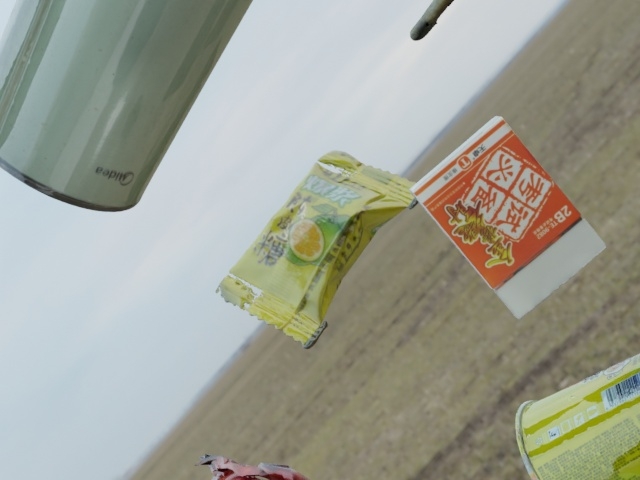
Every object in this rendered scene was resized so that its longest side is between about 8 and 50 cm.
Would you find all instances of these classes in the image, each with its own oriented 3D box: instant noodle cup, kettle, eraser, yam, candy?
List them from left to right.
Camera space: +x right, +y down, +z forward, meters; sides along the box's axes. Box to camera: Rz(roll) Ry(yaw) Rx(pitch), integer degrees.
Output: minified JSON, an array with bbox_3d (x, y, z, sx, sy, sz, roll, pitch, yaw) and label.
[{"bbox_3d":[-0.274,-0.247,1.374,0.361,0.250,0.376,8,-62,-46],"label":"kettle"},{"bbox_3d":[0.000,0.000,1.738,0.297,0.187,0.081,-53,-28,-18],"label":"candy"},{"bbox_3d":[0.094,-0.178,0.846,0.107,0.014,0.014,-50,-2,40],"label":"yam"},{"bbox_3d":[0.252,-0.030,1.615,0.157,0.230,0.038,-40,5,0],"label":"eraser"},{"bbox_3d":[0.416,0.276,1.592,0.200,0.264,0.264,-39,3,25],"label":"instant noodle cup"}]

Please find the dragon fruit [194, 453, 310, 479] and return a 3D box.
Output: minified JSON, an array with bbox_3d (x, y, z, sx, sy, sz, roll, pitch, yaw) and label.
[{"bbox_3d":[-0.020,0.305,0.827,0.301,0.296,0.295,-62,-1,1],"label":"dragon fruit"}]
